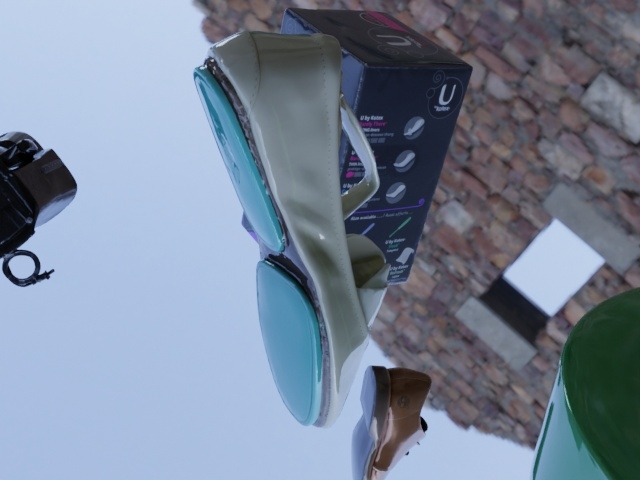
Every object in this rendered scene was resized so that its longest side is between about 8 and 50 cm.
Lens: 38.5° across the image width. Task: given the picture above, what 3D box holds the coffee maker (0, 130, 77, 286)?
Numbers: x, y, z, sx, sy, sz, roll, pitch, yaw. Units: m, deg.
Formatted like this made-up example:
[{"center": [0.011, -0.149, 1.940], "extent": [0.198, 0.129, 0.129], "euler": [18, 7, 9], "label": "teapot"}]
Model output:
[{"center": [-0.367, -0.041, 1.090], "extent": [0.120, 0.171, 0.178], "euler": [-12, -170, 4], "label": "coffee maker"}]

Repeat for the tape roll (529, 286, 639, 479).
[{"center": [0.266, 0.127, 0.431], "extent": [0.321, 0.077, 0.321], "euler": [7, -154, -3], "label": "tape roll"}]

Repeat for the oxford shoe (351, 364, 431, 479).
[{"center": [0.075, 0.220, 0.990], "extent": [0.076, 0.212, 0.076], "euler": [1, -138, -12], "label": "oxford shoe"}]

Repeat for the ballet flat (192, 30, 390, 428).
[{"center": [0.000, 0.000, 0.504], "extent": [0.086, 0.248, 0.086], "euler": [-7, -145, 5], "label": "ballet flat"}]

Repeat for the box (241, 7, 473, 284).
[{"center": [0.031, -0.097, 1.002], "extent": [0.143, 0.270, 0.165], "euler": [-7, -144, -33], "label": "box"}]
